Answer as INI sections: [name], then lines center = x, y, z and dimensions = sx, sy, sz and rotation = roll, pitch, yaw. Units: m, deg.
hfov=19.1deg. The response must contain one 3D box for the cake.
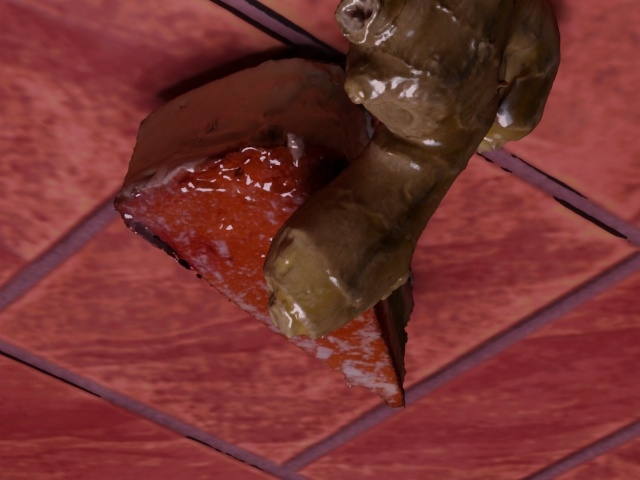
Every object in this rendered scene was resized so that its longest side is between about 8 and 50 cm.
[cake]
center = 0.013, -0.008, 0.957
dimensions = 0.117, 0.086, 0.220
rotation = -24, 133, 37

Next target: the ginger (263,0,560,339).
[ginger]
center = 0.034, -0.057, 0.841
dimensions = 0.059, 0.214, 0.133
rotation = 35, 172, 37
